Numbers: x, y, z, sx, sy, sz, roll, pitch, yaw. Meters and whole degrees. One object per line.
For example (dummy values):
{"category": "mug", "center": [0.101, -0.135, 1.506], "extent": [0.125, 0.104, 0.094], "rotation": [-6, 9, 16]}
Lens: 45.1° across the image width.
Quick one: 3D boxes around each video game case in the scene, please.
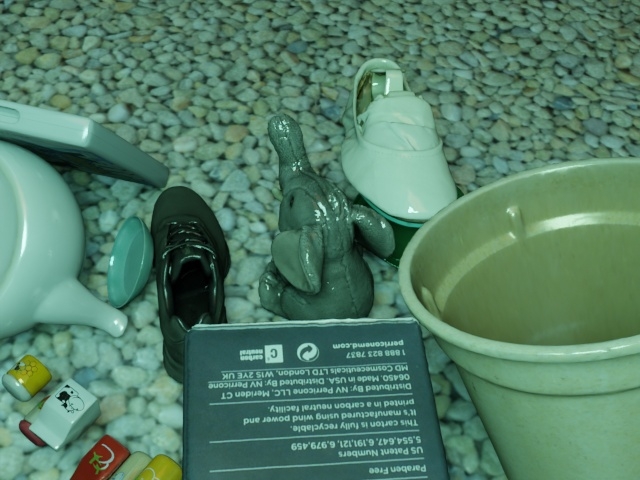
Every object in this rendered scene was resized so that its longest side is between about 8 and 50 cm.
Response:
{"category": "video game case", "center": [-0.375, -0.132, 0.968], "extent": [0.299, 0.329, 0.036], "rotation": [12, 87, 4]}

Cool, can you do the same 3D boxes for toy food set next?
{"category": "toy food set", "center": [-0.262, 0.231, 0.811], "extent": [0.232, 0.111, 0.104], "rotation": [32, 56, 15]}

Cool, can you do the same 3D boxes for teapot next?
{"category": "teapot", "center": [-0.381, 0.001, 0.936], "extent": [0.252, 0.187, 0.256], "rotation": [-9, 81, 19]}

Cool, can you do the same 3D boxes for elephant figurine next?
{"category": "elephant figurine", "center": [0.000, 0.000, 0.933], "extent": [0.185, 0.239, 0.169], "rotation": [15, 52, 6]}

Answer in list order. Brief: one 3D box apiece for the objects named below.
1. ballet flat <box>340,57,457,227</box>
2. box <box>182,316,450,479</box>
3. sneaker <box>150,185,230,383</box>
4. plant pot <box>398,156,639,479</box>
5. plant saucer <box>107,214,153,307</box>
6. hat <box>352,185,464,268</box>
{"category": "ballet flat", "center": [0.093, -0.156, 1.038], "extent": [0.139, 0.139, 0.400], "rotation": [1, 27, -5]}
{"category": "box", "center": [-0.006, 0.310, 0.664], "extent": [0.211, 0.294, 0.396], "rotation": [-2, 53, -7]}
{"category": "sneaker", "center": [-0.160, 0.029, 0.966], "extent": [0.109, 0.130, 0.286], "rotation": [-9, 53, -11]}
{"category": "plant pot", "center": [0.275, 0.126, 0.783], "extent": [0.333, 0.306, 0.334], "rotation": [-14, 27, 8]}
{"category": "plant saucer", "center": [-0.239, 0.028, 0.979], "extent": [0.021, 0.119, 0.119], "rotation": [13, 46, -33]}
{"category": "hat", "center": [0.157, -0.068, 1.023], "extent": [0.208, 0.184, 0.173], "rotation": [32, 48, 13]}
